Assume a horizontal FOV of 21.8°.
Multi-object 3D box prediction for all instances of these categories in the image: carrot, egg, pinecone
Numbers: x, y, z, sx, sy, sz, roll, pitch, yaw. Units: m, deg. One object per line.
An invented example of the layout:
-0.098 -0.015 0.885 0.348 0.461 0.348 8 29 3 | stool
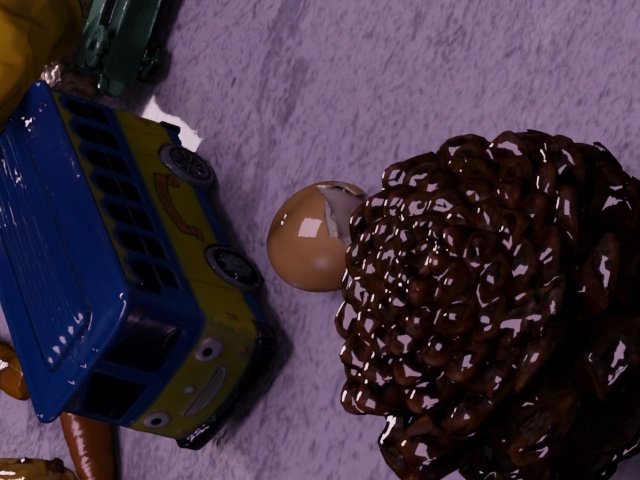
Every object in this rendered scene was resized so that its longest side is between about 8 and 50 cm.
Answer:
-0.215 0.102 1.483 0.069 0.069 0.336 -36 58 40 | carrot
0.000 0.000 1.214 0.096 0.080 0.080 -29 56 40 | egg
0.120 0.045 0.947 0.221 0.221 0.221 -22 61 47 | pinecone
-0.316 0.113 1.618 0.170 0.042 0.042 27 99 55 | carrot

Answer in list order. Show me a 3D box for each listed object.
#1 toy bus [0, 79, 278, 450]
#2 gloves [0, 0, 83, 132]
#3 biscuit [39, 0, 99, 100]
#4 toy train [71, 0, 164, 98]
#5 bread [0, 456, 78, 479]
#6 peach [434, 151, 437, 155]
-0.164 0.018 1.341 0.138 0.175 0.288 -53 42 24 | toy bus
-0.301 -0.128 1.431 0.133 0.116 0.294 -58 10 38 | gloves
-0.256 -0.208 1.627 0.082 0.070 0.168 -29 59 43 | biscuit
-0.174 -0.217 1.530 0.099 0.070 0.172 32 103 63 | toy train
-0.293 0.310 1.475 0.210 0.099 0.235 -9 66 49 | bread
0.109 -0.016 1.097 0.098 0.061 0.098 25 120 51 | peach
